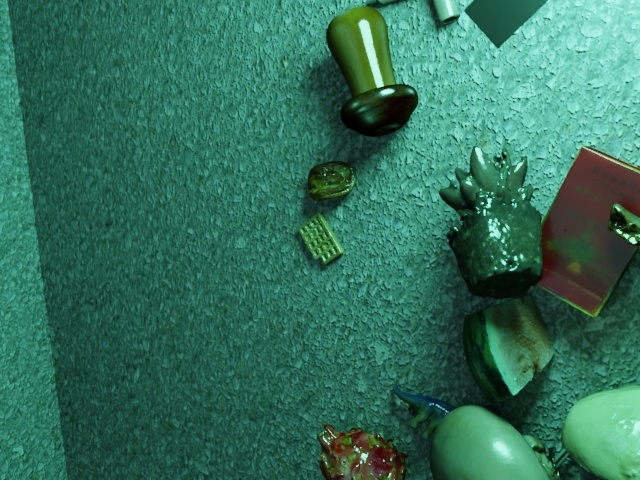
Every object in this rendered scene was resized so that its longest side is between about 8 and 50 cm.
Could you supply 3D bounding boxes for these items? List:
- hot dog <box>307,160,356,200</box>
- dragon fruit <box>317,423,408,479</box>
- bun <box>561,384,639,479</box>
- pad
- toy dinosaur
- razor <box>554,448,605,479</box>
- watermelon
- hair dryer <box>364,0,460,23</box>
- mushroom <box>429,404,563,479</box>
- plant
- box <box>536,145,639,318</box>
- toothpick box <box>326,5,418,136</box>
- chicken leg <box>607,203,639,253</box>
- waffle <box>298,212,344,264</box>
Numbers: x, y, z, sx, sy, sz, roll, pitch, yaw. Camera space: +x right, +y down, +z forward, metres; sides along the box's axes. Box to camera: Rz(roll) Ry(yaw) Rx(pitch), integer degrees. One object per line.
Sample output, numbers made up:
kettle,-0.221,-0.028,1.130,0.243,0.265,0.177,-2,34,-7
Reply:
hot dog,0.024,-0.156,1.754,0.147,0.065,0.099,-7,83,34
dragon fruit,0.095,0.587,1.714,0.268,0.205,0.210,37,123,6
bun,0.665,0.389,1.276,0.364,0.364,0.202,18,92,29
pad,0.431,-0.546,1.489,0.190,0.004,0.127,-44,73,29
toy dinosaur,0.304,0.405,1.664,0.248,0.075,0.188,47,107,25
razor,0.633,0.540,1.485,0.211,0.036,0.084,34,136,18
watermelon,0.428,0.246,1.489,0.201,0.262,0.213,-22,80,4
hair dryer,0.209,-0.581,1.594,0.220,0.053,0.195,-20,86,33
mushroom,0.413,0.526,1.466,0.294,0.362,0.363,-24,81,-9
plant,0.374,-0.046,1.429,0.194,0.181,0.321,130,139,-54
box,0.579,-0.020,1.412,0.197,0.089,0.314,31,111,23
toothpick box,0.117,-0.399,1.599,0.192,0.192,0.295,-22,79,32
chicken leg,0.740,0.020,1.216,0.409,0.182,0.295,36,134,21
waffle,0.000,0.000,1.813,0.092,0.021,0.135,-36,76,28
